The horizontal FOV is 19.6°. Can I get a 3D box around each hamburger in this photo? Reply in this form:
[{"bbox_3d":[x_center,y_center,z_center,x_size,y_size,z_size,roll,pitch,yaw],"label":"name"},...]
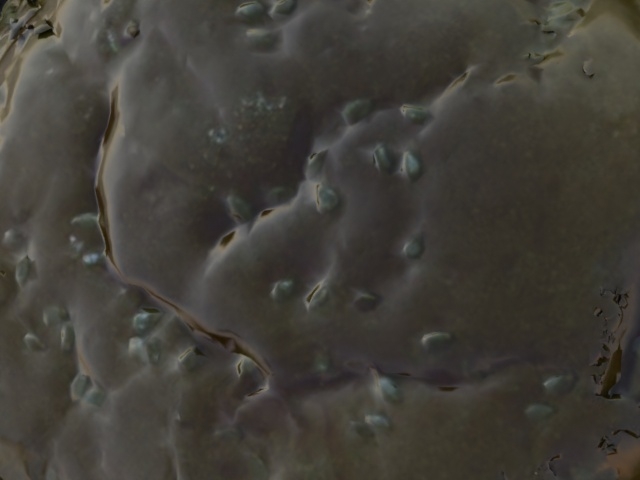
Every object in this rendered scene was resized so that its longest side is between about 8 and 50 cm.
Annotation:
[{"bbox_3d":[-0.002,0.002,0.570,0.285,0.134,0.265,26,100,18],"label":"hamburger"}]
